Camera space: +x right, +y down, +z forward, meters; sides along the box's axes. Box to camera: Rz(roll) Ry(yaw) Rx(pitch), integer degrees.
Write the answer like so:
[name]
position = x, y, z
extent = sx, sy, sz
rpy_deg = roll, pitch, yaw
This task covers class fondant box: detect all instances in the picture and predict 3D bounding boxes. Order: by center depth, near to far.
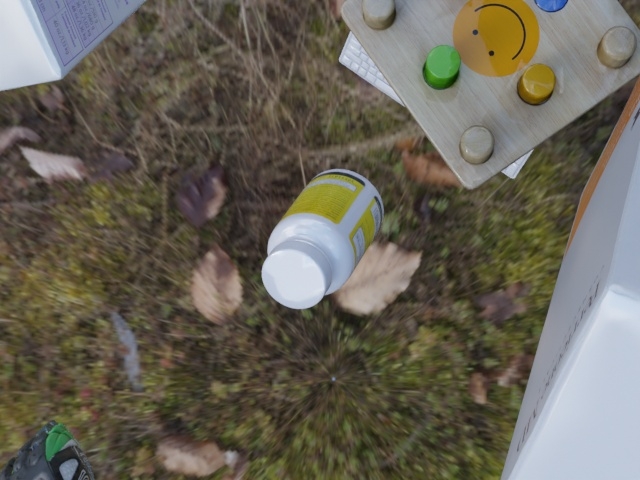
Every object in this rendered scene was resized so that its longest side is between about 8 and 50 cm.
[fondant box]
position = -0.243, -0.227, 1.157
extent = 0.238, 0.330, 0.096
rpy_deg = -6, 121, 28

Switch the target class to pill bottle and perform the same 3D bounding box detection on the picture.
[pill bottle]
position = 0.000, 0.000, 1.012
extent = 0.065, 0.116, 0.065
rpy_deg = 9, 120, 16

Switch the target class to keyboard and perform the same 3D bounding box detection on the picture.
[keyboard]
position = 0.135, -0.164, 1.657
extent = 0.256, 0.072, 0.014
rpy_deg = 35, 51, 7

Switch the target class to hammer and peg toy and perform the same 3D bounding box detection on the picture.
[hammer and peg toy]
position = 0.166, -0.272, 1.532
extent = 0.266, 0.127, 0.361
rpy_deg = -34, 84, 0

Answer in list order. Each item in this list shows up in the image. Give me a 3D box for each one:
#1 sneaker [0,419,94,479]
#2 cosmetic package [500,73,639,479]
[sneaker]
position = -0.170, 0.247, 1.018
extent = 0.146, 0.343, 0.134
rpy_deg = 28, 63, 17
[cosmetic package]
position = 0.279, 0.020, 1.076
extent = 0.161, 0.453, 0.230
rpy_deg = 22, 126, 5
